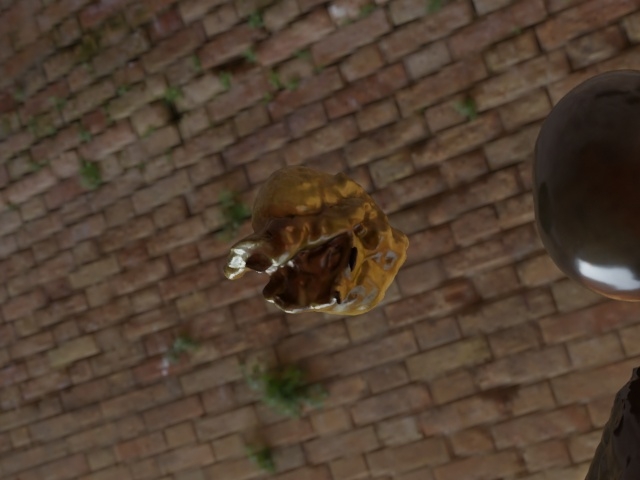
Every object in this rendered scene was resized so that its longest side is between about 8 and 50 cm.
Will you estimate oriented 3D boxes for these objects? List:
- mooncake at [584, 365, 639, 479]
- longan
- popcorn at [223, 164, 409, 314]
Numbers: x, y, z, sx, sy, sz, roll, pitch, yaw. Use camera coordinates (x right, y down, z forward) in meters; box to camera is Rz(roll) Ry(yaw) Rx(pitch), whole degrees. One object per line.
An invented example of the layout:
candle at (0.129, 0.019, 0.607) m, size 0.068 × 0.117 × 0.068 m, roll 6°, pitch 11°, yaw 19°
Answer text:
mooncake at (0.416, 0.268, 1.171) m, size 0.324 × 0.324 × 0.187 m, roll -15°, pitch 130°, yaw -36°
longan at (0.345, -0.058, 1.313) m, size 0.258 × 0.258 × 0.258 m, roll -18°, pitch 175°, yaw -2°
popcorn at (-0.004, 0.000, 1.579) m, size 0.191 × 0.190 × 0.253 m, roll 10°, pitch -173°, yaw 35°
